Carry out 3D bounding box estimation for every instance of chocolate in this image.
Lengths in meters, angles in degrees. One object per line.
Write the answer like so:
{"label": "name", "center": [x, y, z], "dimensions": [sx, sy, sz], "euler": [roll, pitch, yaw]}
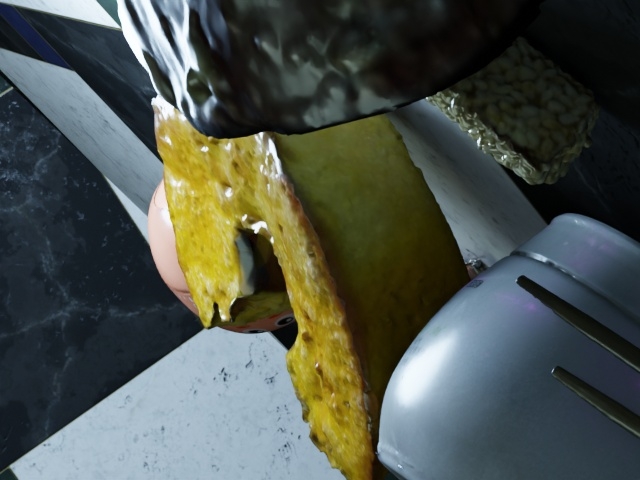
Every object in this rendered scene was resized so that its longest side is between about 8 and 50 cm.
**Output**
{"label": "chocolate", "center": [-0.020, -0.199, 0.891], "dimensions": [0.210, 0.225, 0.340], "euler": [60, 163, -19]}

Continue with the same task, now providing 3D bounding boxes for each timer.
{"label": "timer", "center": [-0.080, -0.009, 1.805], "dimensions": [0.215, 0.229, 0.230], "euler": [49, 168, -27]}

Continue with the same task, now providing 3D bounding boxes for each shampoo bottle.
{"label": "shampoo bottle", "center": [0.204, 0.139, 1.261], "dimensions": [0.273, 0.266, 0.273], "euler": [38, 170, 8]}

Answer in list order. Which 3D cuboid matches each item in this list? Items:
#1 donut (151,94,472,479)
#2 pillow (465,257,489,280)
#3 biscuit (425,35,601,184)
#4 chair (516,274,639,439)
{"label": "donut", "center": [0.000, 0.000, 1.484], "dimensions": [0.435, 0.163, 0.377], "euler": [47, 152, 43]}
{"label": "pillow", "center": [0.174, 0.071, 1.712], "dimensions": [0.126, 0.043, 0.232], "euler": [44, 168, -6]}
{"label": "biscuit", "center": [0.115, -0.110, 1.092], "dimensions": [0.168, 0.082, 0.070], "euler": [39, 171, 13]}
{"label": "chair", "center": [0.291, 0.083, 1.002], "dimensions": [0.272, 0.166, 0.188], "euler": [41, 171, 30]}
